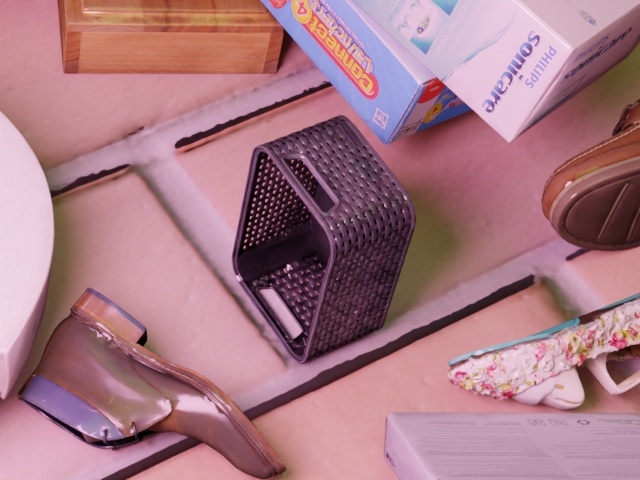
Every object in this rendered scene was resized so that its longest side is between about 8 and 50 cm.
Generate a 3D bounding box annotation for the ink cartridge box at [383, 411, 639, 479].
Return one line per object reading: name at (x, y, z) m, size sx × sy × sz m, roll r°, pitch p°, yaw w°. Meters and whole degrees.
ink cartridge box at (0.178, 0.183, 1.408) m, size 0.223 × 0.045 × 0.224 m, roll 1°, pitch 10°, yaw -10°

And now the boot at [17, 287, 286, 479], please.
boot at (-0.136, 0.144, 1.456) m, size 0.219 × 0.082 × 0.106 m, roll 38°, pitch 76°, yaw 13°

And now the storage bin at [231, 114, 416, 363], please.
storage bin at (0.000, 0.000, 1.511) m, size 0.084 × 0.180 × 0.122 m, roll -21°, pitch 59°, yaw -26°

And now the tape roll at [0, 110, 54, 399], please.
tape roll at (-0.401, 0.003, 1.418) m, size 0.392 × 0.072 × 0.392 m, roll 7°, pitch 51°, yaw -8°

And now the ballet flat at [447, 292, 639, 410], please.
ballet flat at (0.225, 0.099, 1.546) m, size 0.241 × 0.091 × 0.077 m, roll -18°, pitch 80°, yaw -19°

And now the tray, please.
tray at (-0.165, -0.340, 1.817) m, size 0.203 × 0.076 × 0.411 m, roll -1°, pitch 53°, yaw -12°

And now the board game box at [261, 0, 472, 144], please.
board game box at (0.089, -0.266, 1.748) m, size 0.302 × 0.086 × 0.308 m, roll -23°, pitch 66°, yaw -38°

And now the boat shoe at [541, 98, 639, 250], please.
boat shoe at (0.314, -0.075, 1.691) m, size 0.307 × 0.110 × 0.104 m, roll -13°, pitch 51°, yaw -32°

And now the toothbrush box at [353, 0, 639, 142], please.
toothbrush box at (0.144, -0.260, 1.620) m, size 0.295 × 0.126 × 0.216 m, roll 42°, pitch 45°, yaw 12°
